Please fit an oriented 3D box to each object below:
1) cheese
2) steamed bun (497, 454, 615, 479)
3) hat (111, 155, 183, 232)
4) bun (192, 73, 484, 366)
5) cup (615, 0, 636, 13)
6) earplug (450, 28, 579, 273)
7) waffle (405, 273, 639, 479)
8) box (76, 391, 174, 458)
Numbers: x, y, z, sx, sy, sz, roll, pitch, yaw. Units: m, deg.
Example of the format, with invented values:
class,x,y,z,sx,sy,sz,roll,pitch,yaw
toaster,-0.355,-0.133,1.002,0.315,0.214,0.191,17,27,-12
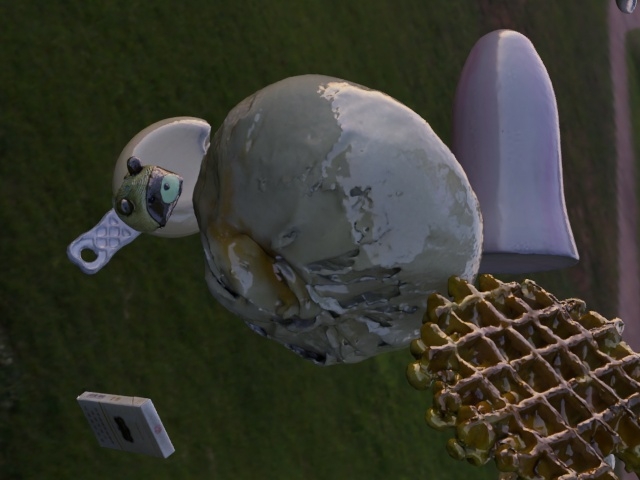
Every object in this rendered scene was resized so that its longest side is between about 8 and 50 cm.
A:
class,x,y,z,sx,sy,sz,roll,pitch,yaw
cheese,-0.234,-0.065,1.390,0.248,0.071,0.163,-23,71,-22
steamed bun,0.311,0.305,1.351,0.140,0.155,0.172,25,47,5
hat,-0.203,-0.051,1.205,0.059,0.076,0.077,28,79,-37
bun,0.000,0.000,0.924,0.287,0.287,0.146,61,40,-20
cup,0.305,-0.173,0.737,0.134,0.173,0.142,58,-7,-4
earplug,0.228,-0.118,1.323,0.172,0.172,0.301,16,72,-58
waffle,0.176,0.114,0.802,0.231,0.051,0.229,21,36,-3
box,-0.285,0.267,1.544,0.024,0.167,0.090,-37,113,-39
